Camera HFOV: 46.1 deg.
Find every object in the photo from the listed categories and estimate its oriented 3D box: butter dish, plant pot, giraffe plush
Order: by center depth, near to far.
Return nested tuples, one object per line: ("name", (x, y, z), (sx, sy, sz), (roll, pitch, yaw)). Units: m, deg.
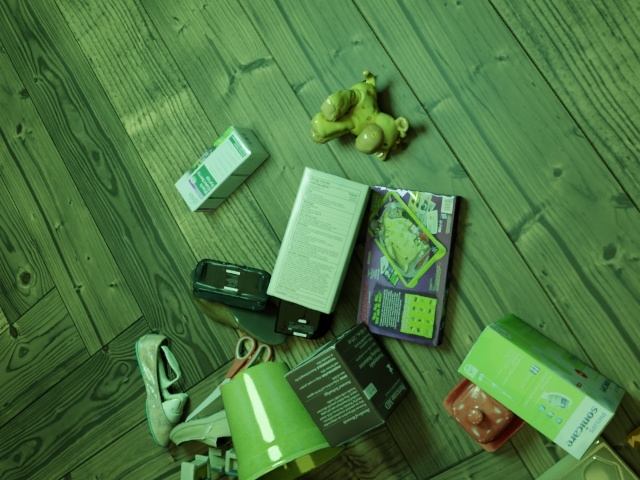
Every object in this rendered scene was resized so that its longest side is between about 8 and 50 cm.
("butter dish", (0.352, 0.371, 1.634), (0.160, 0.118, 0.160), (46, 111, 19))
("giraffe plush", (0.103, -0.265, 1.728), (0.210, 0.181, 0.170), (-40, 83, -12))
("plant pot", (-0.118, 0.442, 1.827), (0.276, 0.276, 0.253), (-38, 65, 24))

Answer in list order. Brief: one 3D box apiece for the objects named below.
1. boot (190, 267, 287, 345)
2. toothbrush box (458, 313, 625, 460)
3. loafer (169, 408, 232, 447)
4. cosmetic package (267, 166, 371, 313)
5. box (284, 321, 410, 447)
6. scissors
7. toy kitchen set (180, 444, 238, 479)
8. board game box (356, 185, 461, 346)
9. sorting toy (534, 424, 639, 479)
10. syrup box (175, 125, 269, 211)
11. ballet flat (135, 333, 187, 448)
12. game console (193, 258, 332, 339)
("boot", (-0.212, 0.187, 1.954), (0.305, 0.112, 0.115), (34, 138, 17))
("toothbrush box", (0.452, 0.285, 1.528), (0.283, 0.206, 0.122), (37, 108, 22))
("loafer", (-0.287, 0.506, 1.989), (0.269, 0.102, 0.092), (-25, 75, 26))
("cosmetic package", (0.000, 0.000, 1.758), (0.160, 0.113, 0.309), (19, 91, 8))
("box", (0.063, 0.329, 1.732), (0.167, 0.168, 0.203), (-36, 87, 31))
("scissors", (-0.236, 0.376, 1.951), (0.109, 0.021, 0.297), (34, 88, 24))
("toy kitchen set", (-0.227, 0.618, 1.927), (0.207, 0.166, 0.122), (1, 95, 28))
("board game box", (0.201, 0.055, 1.739), (0.208, 0.056, 0.346), (10, 97, 23))
("sorting toy", (0.613, 0.520, 1.553), (0.307, 0.041, 0.229), (-47, 68, 22))
("syrup box", (-0.256, -0.180, 1.938), (0.237, 0.096, 0.093), (-41, 75, 23))
("ballet flat", (-0.427, 0.409, 2.062), (0.106, 0.107, 0.315), (-15, 86, 14))
("game console", (-0.139, 0.111, 1.858), (0.362, 0.044, 0.213), (11, 92, 9))
